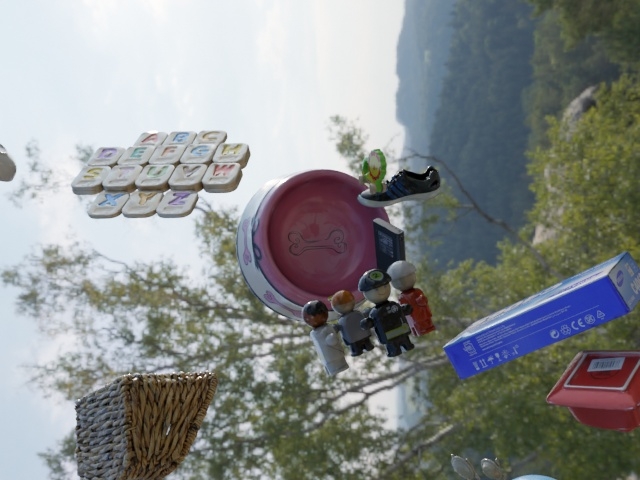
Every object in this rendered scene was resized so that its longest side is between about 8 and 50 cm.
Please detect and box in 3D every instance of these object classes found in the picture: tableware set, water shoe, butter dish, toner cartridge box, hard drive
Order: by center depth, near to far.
[{"bbox_3d":[0.483,0.259,1.033,0.160,0.160,0.118,-36,-75,-38],"label":"butter dish"},{"bbox_3d":[0.409,0.143,1.169,0.165,0.347,0.075,-22,-100,-52],"label":"toner cartridge box"},{"bbox_3d":[0.158,0.025,1.440,0.094,0.022,0.135,34,139,50],"label":"hard drive"},{"bbox_3d":[0.383,0.564,1.471,0.020,0.168,0.141,-33,-78,-34],"label":"tableware set"},{"bbox_3d":[0.186,-0.136,1.524,0.073,0.203,0.080,-103,4,-60],"label":"water shoe"}]

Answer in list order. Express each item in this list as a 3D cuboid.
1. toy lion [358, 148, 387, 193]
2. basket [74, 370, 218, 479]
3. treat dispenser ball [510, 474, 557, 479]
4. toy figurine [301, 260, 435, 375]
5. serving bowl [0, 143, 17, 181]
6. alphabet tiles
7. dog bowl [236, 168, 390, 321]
[{"bbox_3d":[0.118,-0.158,1.392,0.100,0.034,0.096,-132,39,-59],"label":"toy lion"},{"bbox_3d":[-0.360,0.407,1.328,0.223,0.299,0.214,7,-116,-39],"label":"basket"},{"bbox_3d":[0.593,0.788,1.709,0.288,0.288,0.288,2,-90,-81],"label":"treat dispenser ball"},{"bbox_3d":[0.084,0.134,1.147,0.213,0.209,0.148,-16,-96,-61],"label":"toy figurine"},{"bbox_3d":[-0.412,-0.109,0.781,0.027,0.083,0.083,-51,-5,8],"label":"serving bowl"},{"bbox_3d":[-0.266,-0.122,1.066,0.278,0.284,0.021,-79,-14,-53],"label":"alphabet tiles"},{"bbox_3d":[0.000,0.000,1.593,0.150,0.407,0.408,146,130,-70],"label":"dog bowl"}]
